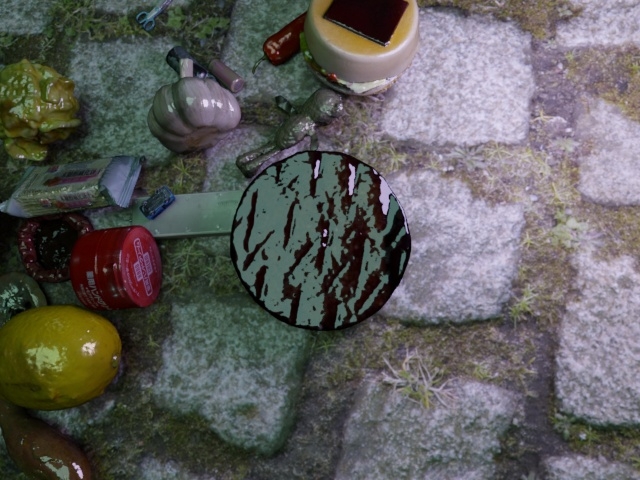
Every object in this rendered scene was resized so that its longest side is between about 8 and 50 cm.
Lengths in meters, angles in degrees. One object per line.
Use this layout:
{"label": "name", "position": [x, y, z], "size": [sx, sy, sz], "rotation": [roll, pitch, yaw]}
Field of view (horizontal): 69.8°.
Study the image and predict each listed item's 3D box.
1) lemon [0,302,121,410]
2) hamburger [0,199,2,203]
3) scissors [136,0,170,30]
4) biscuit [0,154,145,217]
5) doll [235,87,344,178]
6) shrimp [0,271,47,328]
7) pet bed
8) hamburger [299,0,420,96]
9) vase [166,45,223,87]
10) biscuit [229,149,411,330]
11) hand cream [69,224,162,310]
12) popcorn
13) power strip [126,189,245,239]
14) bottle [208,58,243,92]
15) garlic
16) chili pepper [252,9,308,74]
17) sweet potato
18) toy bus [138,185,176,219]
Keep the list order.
{"label": "lemon", "position": [-0.576, 0.253, 1.000], "size": [0.287, 0.233, 0.234], "rotation": [-2, 79, 1]}
{"label": "hamburger", "position": [-0.952, -0.047, 1.016], "size": [0.395, 0.396, 0.278], "rotation": [19, 75, 9]}
{"label": "scissors", "position": [-0.450, -0.629, 1.258], "size": [0.119, 0.014, 0.058], "rotation": [-42, 83, 0]}
{"label": "biscuit", "position": [-0.599, -0.137, 1.129], "size": [0.308, 0.079, 0.186], "rotation": [-6, 46, 6]}
{"label": "doll", "position": [-0.067, -0.257, 1.116], "size": [0.202, 0.091, 0.286], "rotation": [18, 68, 42]}
{"label": "shrimp", "position": [-0.729, 0.197, 1.113], "size": [0.145, 0.059, 0.255], "rotation": [-20, 73, -8]}
{"label": "pet bed", "position": [-0.655, 0.011, 1.141], "size": [0.201, 0.053, 0.202], "rotation": [0, 84, 3]}
{"label": "hamburger", "position": [0.095, -0.499, 1.103], "size": [0.301, 0.170, 0.302], "rotation": [0, 77, 0]}
{"label": "vase", "position": [-0.304, -0.413, 1.181], "size": [0.211, 0.060, 0.060], "rotation": [41, 86, 6]}
{"label": "biscuit", "position": [0.000, 0.000, 1.044], "size": [0.406, 0.091, 0.408], "rotation": [1, 83, -4]}
{"label": "hand cream", "position": [-0.458, 0.063, 1.041], "size": [0.125, 0.193, 0.193], "rotation": [-7, 79, 8]}
{"label": "popcorn", "position": [-0.710, -0.322, 1.143], "size": [0.234, 0.181, 0.217], "rotation": [-11, 80, 9]}
{"label": "power strip", "position": [-0.301, -0.062, 1.123], "size": [0.366, 0.043, 0.106], "rotation": [-3, 79, 5]}
{"label": "bottle", "position": [-0.245, -0.426, 1.185], "size": [0.096, 0.045, 0.045], "rotation": [42, 86, 13]}
{"label": "garlic", "position": [-0.313, -0.334, 1.099], "size": [0.218, 0.218, 0.212], "rotation": [-18, 78, 2]}
{"label": "chili pepper", "position": [-0.077, -0.522, 1.180], "size": [0.272, 0.063, 0.071], "rotation": [-44, 91, -6]}
{"label": "sweet potato", "position": [-0.653, 0.445, 1.038], "size": [0.385, 0.109, 0.109], "rotation": [35, 85, 16]}
{"label": "toy bus", "position": [-0.386, -0.089, 1.091], "size": [0.083, 0.046, 0.038], "rotation": [-42, 78, -1]}
